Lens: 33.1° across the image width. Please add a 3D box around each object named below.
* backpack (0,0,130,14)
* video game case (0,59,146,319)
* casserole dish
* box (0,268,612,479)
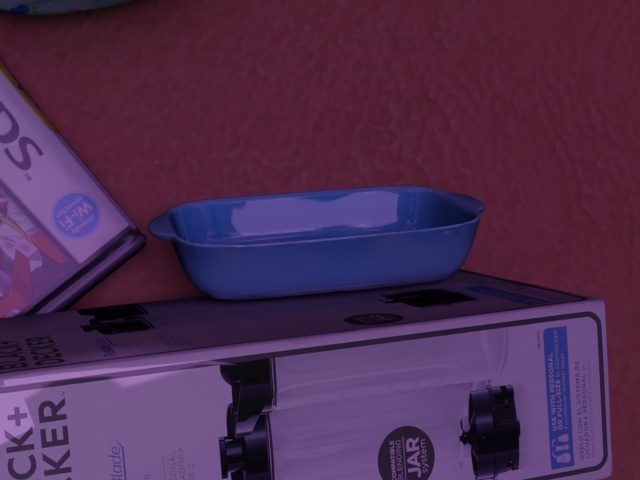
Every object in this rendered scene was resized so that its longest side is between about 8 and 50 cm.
[{"bbox_3d":[-0.139,-0.255,0.560,0.225,0.191,0.253,-17,93,-15],"label":"backpack"},{"bbox_3d":[-0.277,-0.009,0.573,0.275,0.035,0.248,-40,94,-14],"label":"video game case"},{"bbox_3d":[0.000,0.000,0.600,0.188,0.114,0.037,-6,106,-13],"label":"casserole dish"},{"bbox_3d":[-0.025,0.077,0.535,0.290,0.169,0.087,-6,96,-17],"label":"box"}]
